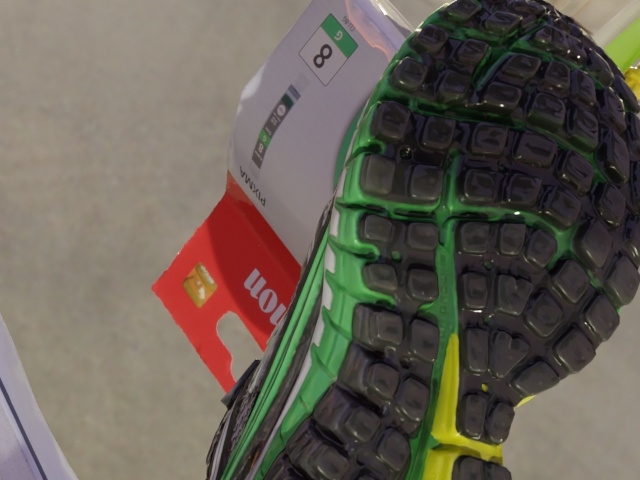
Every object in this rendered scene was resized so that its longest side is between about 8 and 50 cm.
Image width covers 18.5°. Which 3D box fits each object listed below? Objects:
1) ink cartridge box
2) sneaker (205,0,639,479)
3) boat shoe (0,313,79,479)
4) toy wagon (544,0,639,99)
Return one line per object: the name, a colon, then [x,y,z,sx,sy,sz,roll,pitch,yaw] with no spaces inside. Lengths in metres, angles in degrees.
ink cartridge box: [0.000,0.000,1.046,0.056,0.224,0.181,16,30,-52]
sneaker: [0.022,0.045,0.803,0.134,0.146,0.343,32,71,-19]
boat shoe: [-0.276,0.111,1.216,0.156,0.136,0.367,0,52,-52]
toy wagon: [0.188,-0.203,1.240,0.267,0.344,0.068,-41,64,-19]
